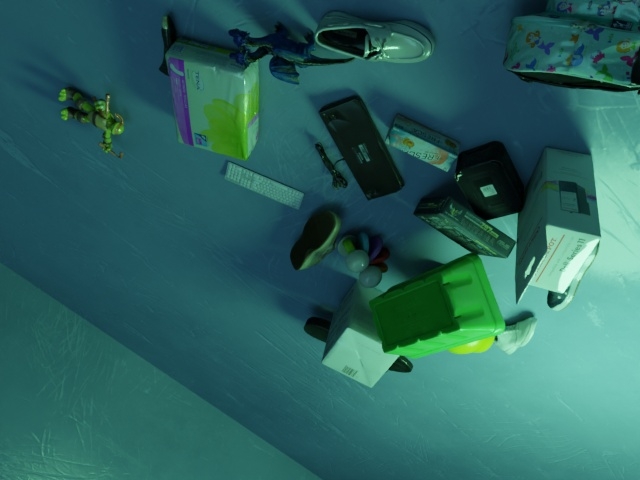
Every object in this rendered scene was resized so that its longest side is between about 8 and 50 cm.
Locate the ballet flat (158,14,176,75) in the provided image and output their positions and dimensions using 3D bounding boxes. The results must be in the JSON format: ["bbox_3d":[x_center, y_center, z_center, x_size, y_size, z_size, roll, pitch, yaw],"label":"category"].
[{"bbox_3d":[-0.399,-0.498,1.329,0.049,0.058,0.173,12,141,-4],"label":"ballet flat"}]

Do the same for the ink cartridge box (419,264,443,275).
[{"bbox_3d":[0.417,0.169,1.699,0.180,0.060,0.104,42,135,-22],"label":"ink cartridge box"}]

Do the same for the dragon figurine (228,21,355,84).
[{"bbox_3d":[-0.070,-0.425,1.200,0.288,0.144,0.085,22,140,-1],"label":"dragon figurine"}]

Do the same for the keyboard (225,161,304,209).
[{"bbox_3d":[-0.177,-0.172,1.624,0.255,0.014,0.072,23,140,-1],"label":"keyboard"}]

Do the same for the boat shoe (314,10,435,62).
[{"bbox_3d":[0.117,-0.441,1.143,0.267,0.088,0.096,18,139,5],"label":"boat shoe"}]

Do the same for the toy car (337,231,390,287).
[{"bbox_3d":[0.149,0.048,1.641,0.136,0.159,0.182,-37,118,7],"label":"toy car"}]

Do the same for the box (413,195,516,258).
[{"bbox_3d":[0.390,-0.036,1.417,0.232,0.059,0.183,31,177,-11],"label":"box"}]

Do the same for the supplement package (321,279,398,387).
[{"bbox_3d":[0.151,0.319,1.790,0.199,0.263,0.198,28,123,-6],"label":"supplement package"}]

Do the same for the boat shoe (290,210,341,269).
[{"bbox_3d":[0.000,0.000,1.680,0.098,0.109,0.302,-5,151,-31],"label":"boat shoe"}]

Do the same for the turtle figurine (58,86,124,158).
[{"bbox_3d":[-0.677,-0.382,1.559,0.217,0.087,0.270,28,148,5],"label":"turtle figurine"}]

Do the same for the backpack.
[{"bbox_3d":[0.477,-0.375,0.960,0.253,0.225,0.191,8,116,22],"label":"backpack"}]

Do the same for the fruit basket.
[{"bbox_3d":[0.389,0.224,1.585,0.391,0.283,0.392,-15,166,-4],"label":"fruit basket"}]

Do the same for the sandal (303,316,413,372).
[{"bbox_3d":[0.135,0.436,1.990,0.445,0.107,0.168,22,149,3],"label":"sandal"}]

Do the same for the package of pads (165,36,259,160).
[{"bbox_3d":[-0.278,-0.369,1.386,0.228,0.101,0.297,16,140,8],"label":"package of pads"}]

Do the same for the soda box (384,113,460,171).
[{"bbox_3d":[0.260,-0.248,1.311,0.183,0.063,0.058,24,139,-3],"label":"soda box"}]

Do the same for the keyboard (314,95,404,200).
[{"bbox_3d":[0.087,-0.237,1.425,0.201,0.033,0.317,-14,127,27],"label":"keyboard"}]

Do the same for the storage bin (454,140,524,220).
[{"bbox_3d":[0.436,-0.149,1.326,0.122,0.084,0.180,-15,128,36],"label":"storage bin"}]

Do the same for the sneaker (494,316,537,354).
[{"bbox_3d":[0.650,0.314,1.751,0.094,0.080,0.212,30,142,8],"label":"sneaker"}]

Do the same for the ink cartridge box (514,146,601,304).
[{"bbox_3d":[0.546,-0.026,1.203,0.119,0.354,0.207,14,139,9],"label":"ink cartridge box"}]

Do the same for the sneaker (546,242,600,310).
[{"bbox_3d":[0.657,0.081,1.465,0.153,0.099,0.283,11,132,6],"label":"sneaker"}]
